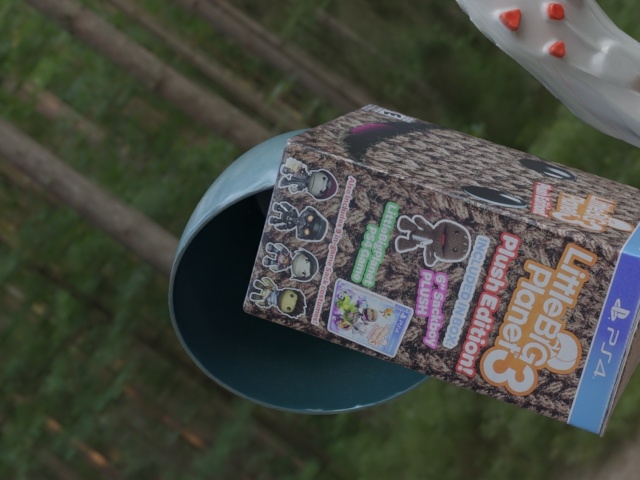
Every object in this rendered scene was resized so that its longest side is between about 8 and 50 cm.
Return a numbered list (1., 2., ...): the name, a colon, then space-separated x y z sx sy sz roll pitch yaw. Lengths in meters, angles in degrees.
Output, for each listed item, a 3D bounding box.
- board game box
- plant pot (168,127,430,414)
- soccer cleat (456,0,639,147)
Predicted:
1. board game box: 0.122 0.013 1.411 0.232 0.291 0.141 -34 -39 -70
2. plant pot: 0.000 0.000 1.773 0.290 0.290 0.195 -58 19 33
3. soccer cleat: 0.137 -0.107 0.987 0.068 0.196 0.076 -55 8 -14
